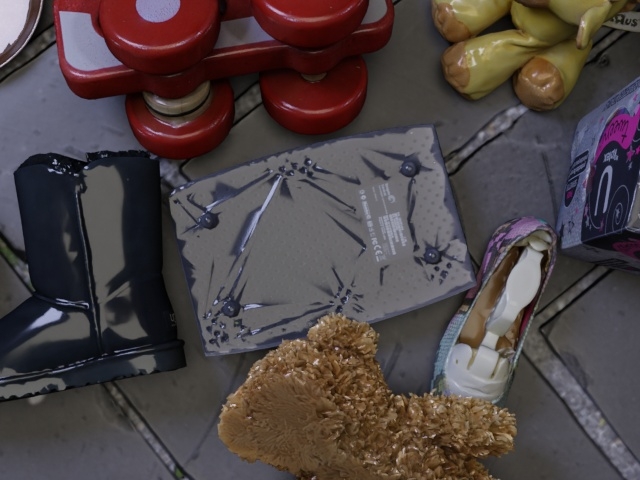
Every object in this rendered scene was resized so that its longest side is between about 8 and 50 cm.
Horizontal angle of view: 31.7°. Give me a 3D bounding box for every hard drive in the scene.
[{"bbox_3d":[0.000,0.000,1.036,0.255,0.054,0.172,-15,86,-2],"label":"hard drive"}]

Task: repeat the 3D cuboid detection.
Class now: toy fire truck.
[{"bbox_3d":[-0.087,-0.230,1.014,0.302,0.169,0.254,-10,62,-3],"label":"toy fire truck"}]

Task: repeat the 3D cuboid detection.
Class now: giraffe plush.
[{"bbox_3d":[0.213,-0.218,1.002,0.210,0.170,0.181,-8,86,-3],"label":"giraffe plush"}]

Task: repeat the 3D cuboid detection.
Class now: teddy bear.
[{"bbox_3d":[0.065,0.216,0.995,0.338,0.113,0.245,31,111,-3],"label":"teddy bear"}]

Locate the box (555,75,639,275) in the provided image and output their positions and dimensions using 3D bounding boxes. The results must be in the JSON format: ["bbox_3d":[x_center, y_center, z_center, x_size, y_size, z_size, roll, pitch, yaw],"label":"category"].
[{"bbox_3d":[0.308,-0.043,0.954,0.163,0.247,0.142,14,84,-1],"label":"box"}]

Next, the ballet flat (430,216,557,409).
[{"bbox_3d":[0.158,0.080,1.024,0.077,0.079,0.221,22,86,-1],"label":"ballet flat"}]

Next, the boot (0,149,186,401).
[{"bbox_3d":[-0.248,0.033,1.001,0.246,0.094,0.207,-11,84,4],"label":"boot"}]

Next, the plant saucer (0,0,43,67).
[{"bbox_3d":[-0.341,-0.229,1.054,0.168,0.029,0.168,0,86,-1],"label":"plant saucer"}]
